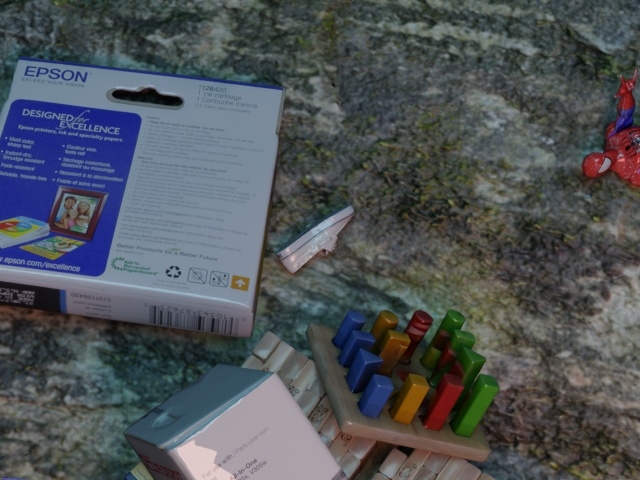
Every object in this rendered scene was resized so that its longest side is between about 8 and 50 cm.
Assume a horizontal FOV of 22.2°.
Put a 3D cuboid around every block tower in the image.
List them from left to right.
[{"bbox_3d":[0.061,0.227,1.606,0.335,0.097,0.091,32,69,13],"label":"block tower"}]

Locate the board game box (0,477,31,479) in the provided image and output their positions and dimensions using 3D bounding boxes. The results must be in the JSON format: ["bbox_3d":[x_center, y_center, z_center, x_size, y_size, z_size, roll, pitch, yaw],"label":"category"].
[{"bbox_3d":[-0.312,0.308,1.585,0.133,0.033,0.169,27,68,8],"label":"board game box"}]

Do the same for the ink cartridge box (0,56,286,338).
[{"bbox_3d":[-0.201,-0.051,1.714,0.303,0.072,0.307,7,48,1],"label":"ink cartridge box"}]

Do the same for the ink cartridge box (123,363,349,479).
[{"bbox_3d":[-0.035,0.260,1.467,0.121,0.211,0.289,-36,99,-16],"label":"ink cartridge box"}]

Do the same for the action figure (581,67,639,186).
[{"bbox_3d":[0.412,-0.143,1.762,0.280,0.139,0.091,-24,68,-10],"label":"action figure"}]

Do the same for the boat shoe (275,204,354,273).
[{"bbox_3d":[0.000,0.000,1.736,0.100,0.035,0.035,-36,100,-20],"label":"boat shoe"}]

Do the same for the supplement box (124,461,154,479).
[{"bbox_3d":[-0.142,0.234,1.597,0.083,0.083,0.056,-42,76,-18],"label":"supplement box"}]

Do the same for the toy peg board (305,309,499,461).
[{"bbox_3d":[0.087,0.122,1.589,0.160,0.079,0.161,15,27,-24],"label":"toy peg board"}]
